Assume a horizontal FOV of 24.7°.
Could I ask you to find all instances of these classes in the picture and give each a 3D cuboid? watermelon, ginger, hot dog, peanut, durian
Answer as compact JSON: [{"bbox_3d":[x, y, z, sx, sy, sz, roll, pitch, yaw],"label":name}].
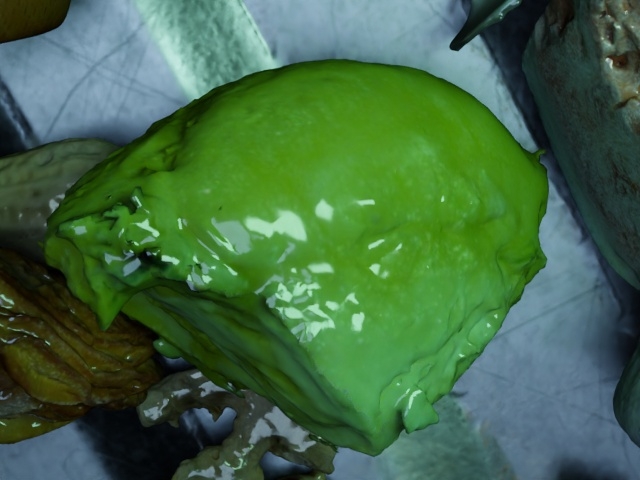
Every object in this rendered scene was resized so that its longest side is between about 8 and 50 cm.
[{"bbox_3d":[0.254,-0.117,0.945,0.310,0.232,0.193,-46,62,27],"label":"watermelon"},{"bbox_3d":[-0.040,0.213,1.090,0.149,0.065,0.258,-12,99,2],"label":"ginger"},{"bbox_3d":[-0.223,0.074,0.981,0.175,0.114,0.259,-29,135,35],"label":"hot dog"},{"bbox_3d":[-0.222,-0.018,1.033,0.214,0.098,0.090,-8,86,9],"label":"peanut"},{"bbox_3d":[0.000,0.000,0.959,0.340,0.204,0.256,-42,101,-30],"label":"durian"}]

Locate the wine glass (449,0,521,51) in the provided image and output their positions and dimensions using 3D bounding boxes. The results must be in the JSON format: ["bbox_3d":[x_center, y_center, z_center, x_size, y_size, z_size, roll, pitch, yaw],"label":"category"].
[{"bbox_3d":[0.056,-0.238,0.978,0.103,0.103,0.222,-40,97,9],"label":"wine glass"}]

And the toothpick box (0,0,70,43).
[{"bbox_3d":[-0.255,-0.275,0.938,0.192,0.192,0.294,-6,106,3],"label":"toothpick box"}]

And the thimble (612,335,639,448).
[{"bbox_3d":[0.314,0.090,0.962,0.217,0.245,0.157,25,101,22],"label":"thimble"}]
